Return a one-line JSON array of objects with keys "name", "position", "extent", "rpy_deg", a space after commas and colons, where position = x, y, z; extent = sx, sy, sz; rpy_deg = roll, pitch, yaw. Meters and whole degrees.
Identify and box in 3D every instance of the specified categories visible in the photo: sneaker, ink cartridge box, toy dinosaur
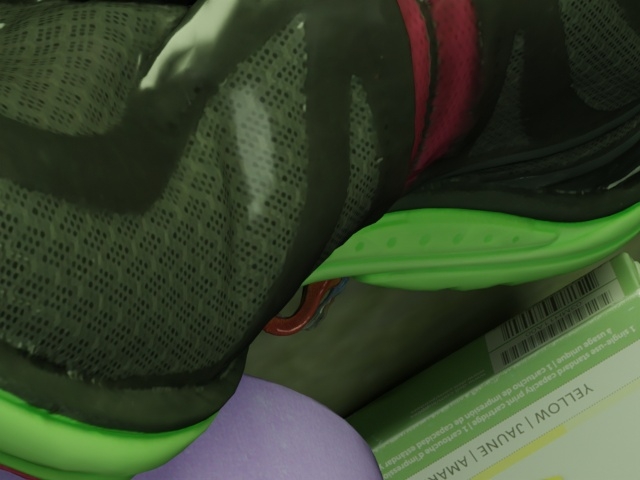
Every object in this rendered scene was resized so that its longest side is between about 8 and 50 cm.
[{"name": "sneaker", "position": [-0.016, -0.073, 0.607], "extent": [0.483, 0.185, 0.202], "rpy_deg": [-21, 139, -56]}, {"name": "ink cartridge box", "position": [0.120, 0.143, 0.853], "extent": [0.171, 0.056, 0.235], "rpy_deg": [-32, 108, 10]}, {"name": "toy dinosaur", "position": [0.000, 0.000, 0.816], "extent": [0.047, 0.090, 0.082], "rpy_deg": [30, 47, -13]}]

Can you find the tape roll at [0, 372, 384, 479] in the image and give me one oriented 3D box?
[{"name": "tape roll", "position": [-0.099, 0.153, 0.672], "extent": [0.275, 0.275, 0.090], "rpy_deg": [2, 52, -26]}]
